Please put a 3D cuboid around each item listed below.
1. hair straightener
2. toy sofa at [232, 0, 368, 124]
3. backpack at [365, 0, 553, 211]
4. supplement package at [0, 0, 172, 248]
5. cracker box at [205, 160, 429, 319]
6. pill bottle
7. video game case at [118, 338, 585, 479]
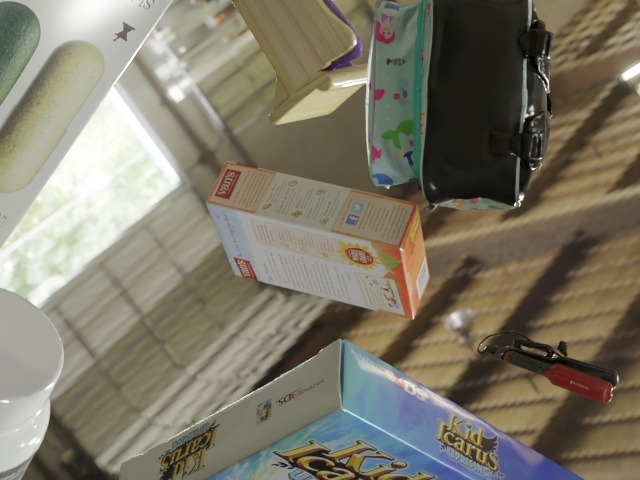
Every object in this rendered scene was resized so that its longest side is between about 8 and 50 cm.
[{"bbox_3d":[0.363,0.194,2.072,0.230,0.047,0.089,14,-152,23],"label":"hair straightener"},{"bbox_3d":[-0.056,-0.355,1.792,0.177,0.362,0.150,-38,170,32],"label":"toy sofa"},{"bbox_3d":[0.144,-0.139,1.288,0.191,0.225,0.253,3,-176,16],"label":"backpack"},{"bbox_3d":[-0.252,-0.174,0.891,0.262,0.199,0.198,-53,-142,11],"label":"supplement package"},{"bbox_3d":[0.000,0.000,1.473,0.232,0.156,0.067,13,-119,18],"label":"cracker box"},{"bbox_3d":[-0.439,0.232,1.523,0.361,0.204,0.204,-57,179,35],"label":"pill bottle"},{"bbox_3d":[0.026,0.199,0.977,0.244,0.269,0.061,-34,-141,34],"label":"video game case"}]
